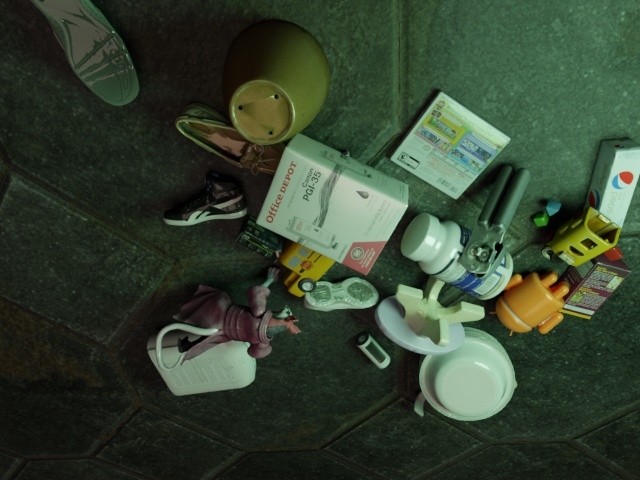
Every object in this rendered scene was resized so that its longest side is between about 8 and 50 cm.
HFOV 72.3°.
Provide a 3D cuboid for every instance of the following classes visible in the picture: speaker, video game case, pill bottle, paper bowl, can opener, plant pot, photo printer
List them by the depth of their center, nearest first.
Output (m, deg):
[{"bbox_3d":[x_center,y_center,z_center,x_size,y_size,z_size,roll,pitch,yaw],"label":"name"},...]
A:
[{"bbox_3d":[-0.101,-0.297,0.878,0.238,0.254,0.237,1,123,2],"label":"plant pot"},{"bbox_3d":[0.308,-0.222,1.054,0.213,0.023,0.193,28,121,-15],"label":"video game case"},{"bbox_3d":[0.431,-0.040,1.069,0.095,0.076,0.283,34,81,-46],"label":"can opener"},{"bbox_3d":[0.354,0.039,1.152,0.265,0.153,0.153,27,121,-15],"label":"pill bottle"},{"bbox_3d":[0.452,0.425,1.361,0.285,0.148,0.283,2,101,12],"label":"paper bowl"},{"bbox_3d":[0.173,0.362,1.440,0.055,0.055,0.136,-29,118,20],"label":"speaker"},{"bbox_3d":[-0.374,0.389,1.444,0.308,0.107,0.255,-10,123,8],"label":"photo printer"}]

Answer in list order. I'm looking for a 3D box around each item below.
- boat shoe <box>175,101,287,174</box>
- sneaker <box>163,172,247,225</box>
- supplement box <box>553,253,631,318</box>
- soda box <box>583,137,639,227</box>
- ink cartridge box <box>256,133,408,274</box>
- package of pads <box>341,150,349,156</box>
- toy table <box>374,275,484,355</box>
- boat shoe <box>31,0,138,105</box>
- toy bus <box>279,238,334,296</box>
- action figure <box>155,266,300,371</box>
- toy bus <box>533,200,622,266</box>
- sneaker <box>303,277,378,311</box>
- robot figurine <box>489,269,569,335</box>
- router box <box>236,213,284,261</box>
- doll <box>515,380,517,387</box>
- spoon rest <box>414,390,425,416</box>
[{"bbox_3d":[-0.198,-0.222,1.030,0.286,0.089,0.104,21,122,-13],"label":"boat shoe"},{"bbox_3d":[-0.305,-0.113,1.123,0.217,0.079,0.121,-8,121,-3],"label":"sneaker"},{"bbox_3d":[0.755,0.121,1.238,0.104,0.080,0.188,14,124,-7],"label":"supplement box"},{"bbox_3d":[0.712,-0.134,1.069,0.069,0.073,0.216,-3,124,4],"label":"soda box"},{"bbox_3d":[0.024,-0.080,0.981,0.283,0.117,0.207,25,121,-3],"label":"ink cartridge box"},{"bbox_3d":[0.038,-0.185,1.083,0.084,0.032,0.050,-17,121,13],"label":"package of pads"},{"bbox_3d":[0.310,0.205,1.235,0.275,0.252,0.160,7,142,-15],"label":"toy table"},{"bbox_3d":[-0.491,-0.435,0.901,0.118,0.103,0.320,-31,125,-1],"label":"boat shoe"},{"bbox_3d":[0.000,0.000,1.164,0.130,0.108,0.332,32,120,-18],"label":"toy bus"},{"bbox_3d":[-0.234,0.218,1.214,0.371,0.276,0.247,-2,98,24],"label":"action figure"},{"bbox_3d":[0.636,0.011,1.100,0.191,0.104,0.202,6,134,42],"label":"toy bus"},{"bbox_3d":[0.056,0.167,1.304,0.233,0.090,0.115,4,156,-15],"label":"sneaker"},{"bbox_3d":[0.598,0.177,1.256,0.158,0.128,0.219,30,119,-20],"label":"robot figurine"},{"bbox_3d":[-0.158,-0.007,1.175,0.123,0.092,0.038,30,120,-18],"label":"router box"},{"bbox_3d":[0.601,0.469,1.501,0.189,0.046,0.129,27,130,-16],"label":"doll"},{"bbox_3d":[0.453,0.524,1.519,0.277,0.084,0.137,-29,123,22],"label":"spoon rest"}]
